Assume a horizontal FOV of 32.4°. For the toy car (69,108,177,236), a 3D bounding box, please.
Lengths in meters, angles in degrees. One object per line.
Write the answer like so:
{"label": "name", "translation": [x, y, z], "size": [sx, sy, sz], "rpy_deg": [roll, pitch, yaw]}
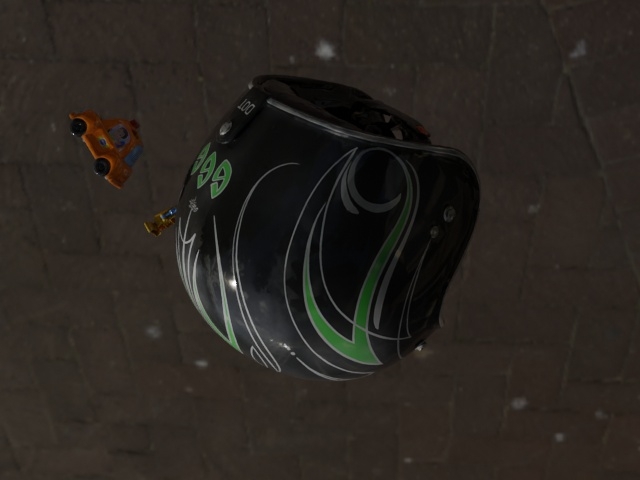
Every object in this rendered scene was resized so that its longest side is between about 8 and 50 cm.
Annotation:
{"label": "toy car", "translation": [-0.130, -0.053, 0.772], "size": [0.040, 0.060, 0.122], "rpy_deg": [-32, 155, 1]}

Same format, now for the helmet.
{"label": "helmet", "translation": [0.000, 0.000, 0.632], "size": [0.169, 0.169, 0.161], "rpy_deg": [14, 108, -11]}
